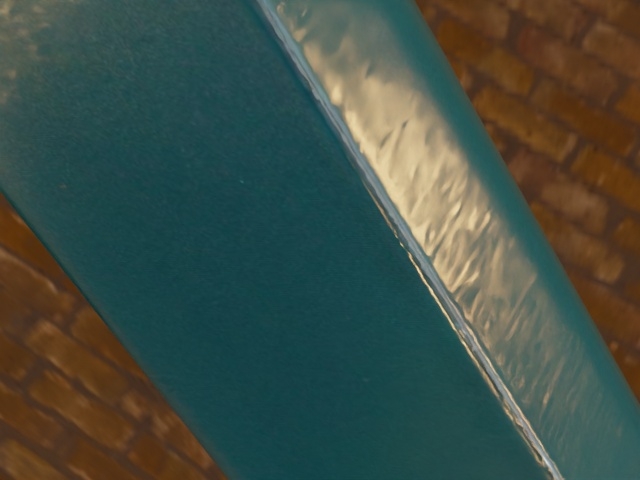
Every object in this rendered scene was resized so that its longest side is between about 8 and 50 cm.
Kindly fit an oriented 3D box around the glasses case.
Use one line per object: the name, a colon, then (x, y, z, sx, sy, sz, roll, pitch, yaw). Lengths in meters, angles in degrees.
glasses case: (-0.001, 0.000, 0.485, 0.117, 0.301, 0.070, -1, -132, 35)
